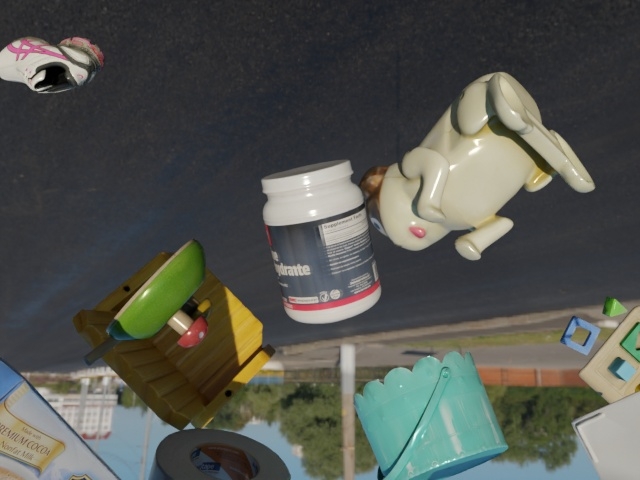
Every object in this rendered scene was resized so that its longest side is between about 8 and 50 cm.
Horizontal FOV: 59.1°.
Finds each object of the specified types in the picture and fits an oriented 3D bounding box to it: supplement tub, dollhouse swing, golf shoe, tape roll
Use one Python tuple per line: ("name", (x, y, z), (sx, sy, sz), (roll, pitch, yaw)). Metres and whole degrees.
("supplement tub", (0.000, 0.000, 1.057), (0.191, 0.272, 0.191), (-12, -168, 3))
("dollhouse swing", (-0.287, 0.189, 1.195), (0.347, 0.315, 0.305), (44, 157, 5))
("golf shoe", (-0.417, -0.256, 0.835), (0.186, 0.086, 0.067), (2, 137, 20))
("tape roll", (-0.161, 0.383, 0.897), (0.219, 0.072, 0.219), (16, -175, -1))

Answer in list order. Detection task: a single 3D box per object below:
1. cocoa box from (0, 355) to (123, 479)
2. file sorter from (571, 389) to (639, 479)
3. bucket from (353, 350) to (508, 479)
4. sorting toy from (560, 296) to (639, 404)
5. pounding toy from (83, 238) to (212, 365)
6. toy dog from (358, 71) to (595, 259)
("cocoa box", (-0.383, 0.289, 0.631), (0.231, 0.228, 0.347), (19, 141, 35))
("file sorter", (0.416, 0.190, 0.487), (0.173, 0.193, 0.278), (-3, 148, -29))
("bucket", (0.212, 0.357, 1.098), (0.281, 0.183, 0.281), (-14, 149, -9))
("sorting toy", (0.658, 0.261, 1.145), (0.347, 0.196, 0.047), (41, -178, -3))
("pounding toy", (-0.224, 0.113, 0.845), (0.110, 0.183, 0.237), (43, 128, -6))
("toy dog", (0.264, -0.147, 1.175), (0.284, 0.395, 0.408), (27, 126, -34))
